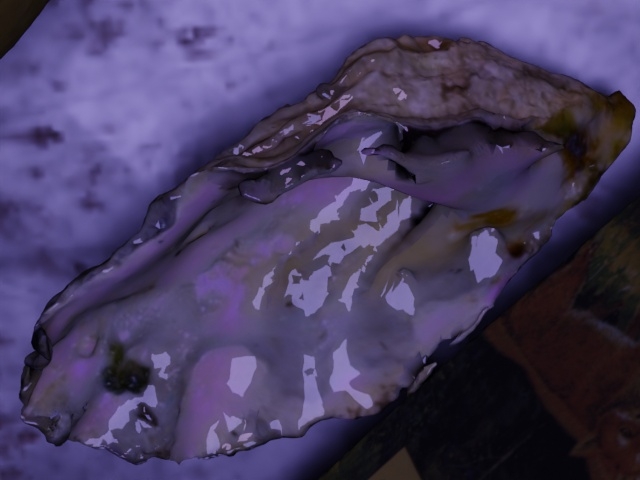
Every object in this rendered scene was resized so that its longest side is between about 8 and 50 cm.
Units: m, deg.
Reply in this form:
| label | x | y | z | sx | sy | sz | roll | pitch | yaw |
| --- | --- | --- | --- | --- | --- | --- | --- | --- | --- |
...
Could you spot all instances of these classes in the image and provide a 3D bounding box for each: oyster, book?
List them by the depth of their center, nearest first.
| label | x | y | z | sx | sy | sz | roll | pitch | yaw |
| --- | --- | --- | --- | --- | --- | --- | --- | --- | --- |
| book | 0.084 | 0.073 | 0.568 | 0.228 | 0.160 | 0.024 | -42 | 124 | 10 |
| oyster | -0.009 | -0.001 | 0.618 | 0.209 | 0.072 | 0.133 | -42 | 130 | 21 |

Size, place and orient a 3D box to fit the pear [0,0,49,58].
| label | x | y | z | sx | sy | sz | roll | pitch | yaw |
| --- | --- | --- | --- | --- | --- | --- | --- | --- | --- |
| pear | -0.202 | -0.139 | 0.478 | 0.309 | 0.309 | 0.309 | 0 | 102 | 0 |
